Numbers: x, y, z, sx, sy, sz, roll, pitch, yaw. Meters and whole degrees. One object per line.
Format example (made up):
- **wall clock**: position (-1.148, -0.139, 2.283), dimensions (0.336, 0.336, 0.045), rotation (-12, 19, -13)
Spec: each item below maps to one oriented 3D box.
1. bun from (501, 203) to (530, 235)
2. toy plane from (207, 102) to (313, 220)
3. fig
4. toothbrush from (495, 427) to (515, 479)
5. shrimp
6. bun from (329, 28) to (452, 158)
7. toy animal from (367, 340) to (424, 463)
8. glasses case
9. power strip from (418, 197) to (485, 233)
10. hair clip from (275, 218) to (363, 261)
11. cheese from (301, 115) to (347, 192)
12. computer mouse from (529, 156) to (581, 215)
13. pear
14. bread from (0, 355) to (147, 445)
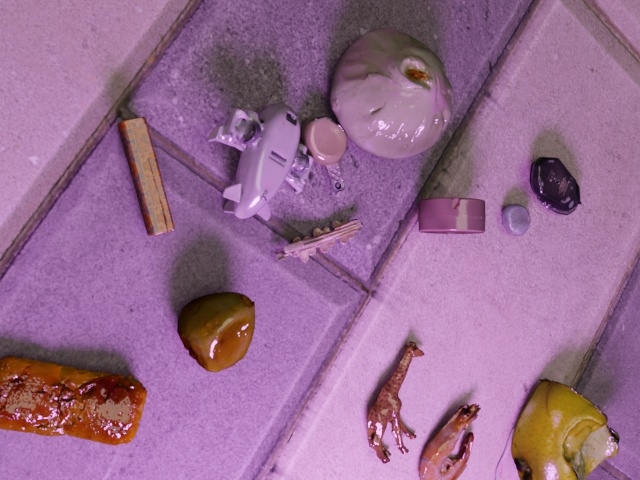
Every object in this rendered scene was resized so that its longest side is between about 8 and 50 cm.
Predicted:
- **bun**: position (0.483, -0.052, 1.707), dimensions (0.083, 0.045, 0.083), rotation (1, 87, -23)
- **toy plane**: position (-0.118, -0.161, 1.388), dimensions (0.252, 0.118, 0.252), rotation (-9, 103, -40)
- **fig**: position (-0.196, 0.170, 1.335), dimensions (0.144, 0.154, 0.166), rotation (29, 123, -32)
- **toothbrush**: position (0.453, 0.564, 1.714), dimensions (0.017, 0.022, 0.204), rotation (32, 77, -32)
- **shrimp**: position (0.319, 0.493, 1.633), dimensions (0.133, 0.053, 0.236), rotation (37, 79, -19)
- **bun**: position (0.177, -0.322, 1.485), dimensions (0.293, 0.187, 0.293), rotation (0, 91, -28)
- **toy animal**: position (0.170, 0.367, 1.564), dimensions (0.149, 0.054, 0.275), rotation (4, 88, -27)
- **glasses case**: position (-0.334, -0.120, 1.309), dimensions (0.049, 0.075, 0.218), rotation (-16, 98, -22)
- **power strip**: position (0.299, -0.053, 1.566), dimensions (0.154, 0.154, 0.078), rotation (2, 87, -25)
- **hair clip**: position (-0.003, 0.002, 1.482), dimensions (0.214, 0.056, 0.062), rotation (-19, 82, -32)
- **cheese**: position (0.021, -0.192, 1.489), dimensions (0.092, 0.047, 0.171), rotation (-39, 106, -17)
- **computer mouse**: position (0.588, -0.140, 1.747), dimensions (0.192, 0.062, 0.105), rotation (36, 75, -27)
- **pear**: position (0.581, 0.510, 1.693), dimensions (0.255, 0.164, 0.238), rotation (-43, 110, -20)
- **bread**: position (-0.460, 0.290, 1.256), dimensions (0.271, 0.077, 0.139), rotation (18, 80, -21)
